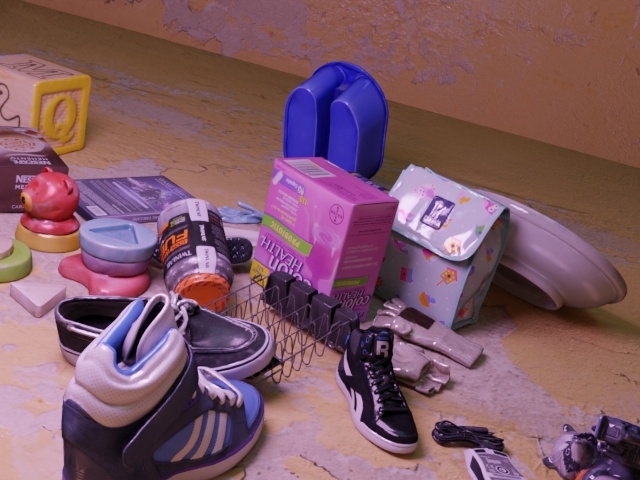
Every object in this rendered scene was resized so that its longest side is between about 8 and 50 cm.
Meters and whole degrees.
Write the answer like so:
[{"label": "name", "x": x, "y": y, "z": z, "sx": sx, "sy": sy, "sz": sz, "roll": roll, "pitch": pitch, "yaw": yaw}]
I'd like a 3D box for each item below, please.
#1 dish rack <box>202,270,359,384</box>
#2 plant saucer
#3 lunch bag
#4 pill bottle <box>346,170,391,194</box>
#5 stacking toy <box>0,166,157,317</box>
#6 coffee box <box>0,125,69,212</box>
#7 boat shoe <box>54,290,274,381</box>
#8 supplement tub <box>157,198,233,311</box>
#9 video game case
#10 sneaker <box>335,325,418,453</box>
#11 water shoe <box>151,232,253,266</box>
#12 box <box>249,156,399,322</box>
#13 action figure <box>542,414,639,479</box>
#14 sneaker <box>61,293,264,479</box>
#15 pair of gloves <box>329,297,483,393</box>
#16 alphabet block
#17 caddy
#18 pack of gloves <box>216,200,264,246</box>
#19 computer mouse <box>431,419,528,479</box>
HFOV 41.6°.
[{"label": "dish rack", "x": -0.085, "y": 0.143, "z": 1.328, "sx": 0.208, "sy": 0.074, "sz": 0.272, "roll": 27, "pitch": 35, "yaw": 33}, {"label": "plant saucer", "x": 0.414, "y": 0.044, "z": 1.711, "sx": 0.401, "sy": 0.100, "sz": 0.400, "roll": 33, "pitch": -8, "yaw": 6}, {"label": "lunch bag", "x": 0.221, "y": 0.009, "z": 1.597, "sx": 0.223, "sy": 0.262, "sz": 0.160, "roll": 29, "pitch": 26, "yaw": 32}, {"label": "pill bottle", "x": 0.123, "y": -0.061, "z": 1.898, "sx": 0.219, "sy": 0.122, "sz": 0.123, "roll": 32, "pitch": 28, "yaw": 35}, {"label": "stacking toy", "x": -0.447, "y": -0.009, "z": 1.419, "sx": 0.309, "sy": 0.130, "sz": 0.280, "roll": 24, "pitch": 23, "yaw": 25}, {"label": "coffee box", "x": -0.614, "y": -0.148, "z": 1.702, "sx": 0.141, "sy": 0.098, "sz": 0.246, "roll": -3, "pitch": 27, "yaw": -35}, {"label": "boat shoe", "x": -0.219, "y": 0.123, "z": 1.185, "sx": 0.307, "sy": 0.104, "sz": 0.113, "roll": 7, "pitch": 43, "yaw": 5}, {"label": "supplement tub", "x": -0.213, "y": 0.029, "z": 1.437, "sx": 0.117, "sy": 0.117, "sz": 0.190, "roll": 4, "pitch": 43, "yaw": -23}, {"label": "video game case", "x": -0.401, "y": -0.088, "z": 1.785, "sx": 0.274, "sy": 0.026, "sz": 0.196, "roll": -6, "pitch": 29, "yaw": -43}, {"label": "sneaker", "x": 0.085, "y": 0.201, "z": 1.230, "sx": 0.079, "sy": 0.121, "sz": 0.217, "roll": 2, "pitch": 24, "yaw": -25}, {"label": "water shoe", "x": -0.231, "y": 0.024, "z": 1.581, "sx": 0.203, "sy": 0.072, "sz": 0.080, "roll": 4, "pitch": -5, "yaw": -18}, {"label": "box", "x": 0.000, "y": 0.000, "z": 1.511, "sx": 0.117, "sy": 0.242, "sz": 0.214, "roll": -7, "pitch": 30, "yaw": -42}, {"label": "action figure", "x": 0.418, "y": 0.333, "z": 1.049, "sx": 0.330, "sy": 0.178, "sz": 0.341, "roll": 29, "pitch": 1, "yaw": 44}, {"label": "sneaker", "x": -0.163, "y": 0.167, "z": 1.008, "sx": 0.130, "sy": 0.236, "sz": 0.323, "roll": 27, "pitch": 25, "yaw": 30}, {"label": "pair of gloves", "x": 0.153, "y": 0.175, "z": 1.446, "sx": 0.204, "sy": 0.042, "sz": 0.240, "roll": 26, "pitch": 25, "yaw": 28}, {"label": "alphabet block", "x": -0.676, "y": -0.313, "z": 1.954, "sx": 0.197, "sy": 0.192, "sz": 0.193, "roll": 20, "pitch": 24, "yaw": 19}, {"label": "caddy", "x": 0.044, "y": -0.283, "z": 2.145, "sx": 0.241, "sy": 0.341, "sz": 0.179, "roll": 25, "pitch": 41, "yaw": 24}, {"label": "pack of gloves", "x": -0.107, "y": -0.038, "z": 1.813, "sx": 0.232, "sy": 0.046, "sz": 0.195, "roll": 6, "pitch": 22, "yaw": -18}, {"label": "computer mouse", "x": 0.228, "y": 0.313, "z": 1.155, "sx": 0.106, "sy": 0.042, "sz": 0.193, "roll": 13, "pitch": 15, "yaw": -14}]
